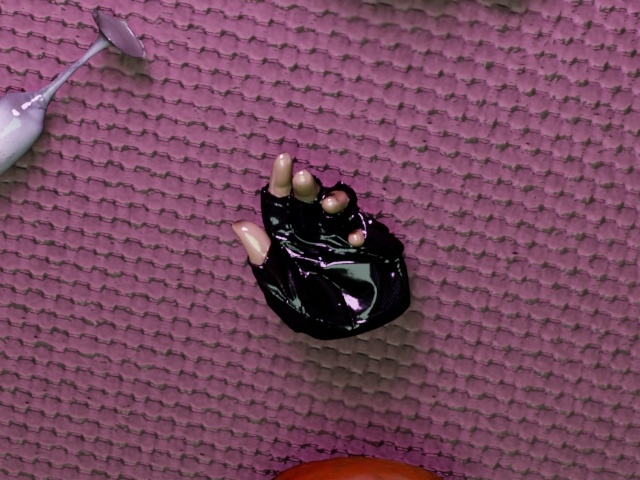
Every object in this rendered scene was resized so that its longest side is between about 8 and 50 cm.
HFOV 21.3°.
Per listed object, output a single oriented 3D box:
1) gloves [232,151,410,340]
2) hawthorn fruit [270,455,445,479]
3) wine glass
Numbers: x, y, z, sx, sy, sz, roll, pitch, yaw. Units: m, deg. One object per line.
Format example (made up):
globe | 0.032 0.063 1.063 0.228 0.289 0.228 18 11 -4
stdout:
gloves | 0.000 0.000 1.713 0.164 0.124 0.203 -19 107 -10
hawthorn fruit | 0.015 0.358 1.768 0.299 0.275 0.275 3 109 13
wine glass | -0.295 -0.128 1.717 0.262 0.074 0.074 -39 102 16
